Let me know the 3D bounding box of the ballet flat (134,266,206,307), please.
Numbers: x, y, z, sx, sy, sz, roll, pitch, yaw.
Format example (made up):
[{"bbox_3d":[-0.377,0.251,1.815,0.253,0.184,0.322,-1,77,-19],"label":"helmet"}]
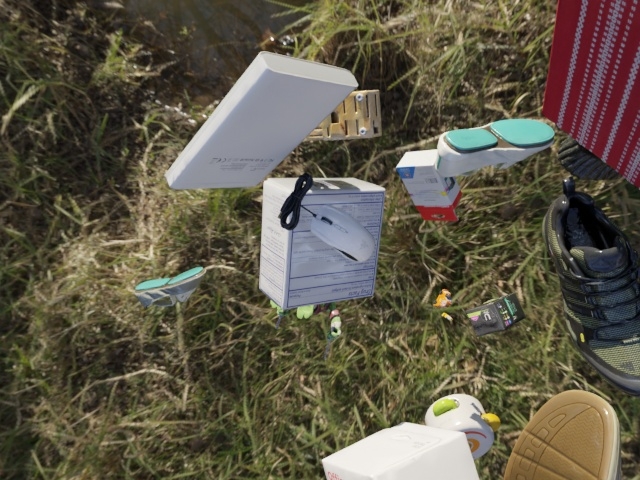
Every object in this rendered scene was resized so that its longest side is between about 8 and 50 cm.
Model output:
[{"bbox_3d":[-0.336,0.113,1.186,0.213,0.072,0.068,-15,108,27],"label":"ballet flat"}]

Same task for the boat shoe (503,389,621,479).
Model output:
[{"bbox_3d":[0.263,0.312,0.550,0.098,0.109,0.302,17,85,-28],"label":"boat shoe"}]

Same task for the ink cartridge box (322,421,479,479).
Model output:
[{"bbox_3d":[0.135,0.417,0.766,0.168,0.171,0.232,-13,82,-27],"label":"ink cartridge box"}]

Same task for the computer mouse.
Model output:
[{"bbox_3d":[0.022,-0.030,0.926,0.193,0.042,0.106,32,80,-10],"label":"computer mouse"}]

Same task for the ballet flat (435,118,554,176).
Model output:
[{"bbox_3d":[0.474,-0.252,1.432,0.400,0.139,0.139,-13,86,-27],"label":"ballet flat"}]

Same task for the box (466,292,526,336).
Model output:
[{"bbox_3d":[0.319,0.134,0.933,0.062,0.083,0.052,-31,77,48],"label":"box"}]

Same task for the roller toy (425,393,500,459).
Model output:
[{"bbox_3d":[0.441,0.599,1.622,0.209,0.146,0.191,9,120,-12],"label":"roller toy"}]

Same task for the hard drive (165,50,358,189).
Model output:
[{"bbox_3d":[-0.105,-0.185,0.874,0.307,0.203,0.040,-38,71,39],"label":"hard drive"}]

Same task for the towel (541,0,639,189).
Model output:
[{"bbox_3d":[0.276,-0.103,0.389,0.031,0.199,0.274,-30,54,-3],"label":"towel"}]

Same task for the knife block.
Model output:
[{"bbox_3d":[0.020,-0.271,1.100,0.276,0.242,0.088,1,109,22],"label":"knife block"}]

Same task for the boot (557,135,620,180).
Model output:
[{"bbox_3d":[0.743,-0.207,1.141,0.348,0.260,0.131,27,64,12],"label":"boot"}]

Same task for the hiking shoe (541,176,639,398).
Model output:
[{"bbox_3d":[0.286,0.049,0.528,0.086,0.114,0.226,-24,64,18],"label":"hiking shoe"}]

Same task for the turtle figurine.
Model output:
[{"bbox_3d":[-0.044,0.239,1.554,0.275,0.266,0.197,-42,63,8],"label":"turtle figurine"}]

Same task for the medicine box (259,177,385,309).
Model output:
[{"bbox_3d":[0.000,0.000,1.269,0.264,0.149,0.289,-5,109,-30],"label":"medicine box"}]

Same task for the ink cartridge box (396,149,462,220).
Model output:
[{"bbox_3d":[0.349,-0.167,1.602,0.134,0.231,0.078,4,49,43],"label":"ink cartridge box"}]

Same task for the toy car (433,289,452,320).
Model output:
[{"bbox_3d":[0.366,0.187,1.466,0.060,0.122,0.040,-50,47,-3],"label":"toy car"}]
